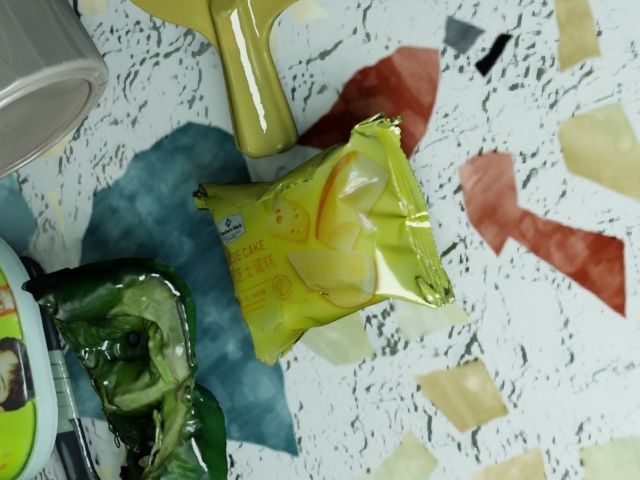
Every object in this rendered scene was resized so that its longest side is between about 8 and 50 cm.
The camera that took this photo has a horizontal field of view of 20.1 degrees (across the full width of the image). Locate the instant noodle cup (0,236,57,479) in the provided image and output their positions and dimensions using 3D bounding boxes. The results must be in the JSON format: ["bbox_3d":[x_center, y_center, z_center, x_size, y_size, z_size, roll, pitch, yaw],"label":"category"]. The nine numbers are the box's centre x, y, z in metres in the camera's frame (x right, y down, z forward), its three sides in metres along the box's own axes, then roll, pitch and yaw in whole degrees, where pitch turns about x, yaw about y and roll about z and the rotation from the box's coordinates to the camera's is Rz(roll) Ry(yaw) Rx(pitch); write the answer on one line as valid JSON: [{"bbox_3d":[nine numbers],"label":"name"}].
[{"bbox_3d":[-0.442,0.137,1.619,0.294,0.308,0.294,8,104,38],"label":"instant noodle cup"}]

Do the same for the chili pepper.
[{"bbox_3d":[-0.145,0.139,1.562,0.148,0.116,0.264,-15,92,24],"label":"chili pepper"}]

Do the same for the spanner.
[{"bbox_3d":[-0.232,0.166,1.672,0.087,0.024,0.316,-16,89,34],"label":"spanner"}]

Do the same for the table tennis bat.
[{"bbox_3d":[-0.076,-0.206,1.401,0.198,0.050,0.321,-7,120,13],"label":"table tennis bat"}]

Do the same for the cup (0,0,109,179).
[{"bbox_3d":[-0.357,-0.185,1.529,0.273,0.288,0.208,55,137,10],"label":"cup"}]

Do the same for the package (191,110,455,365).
[{"bbox_3d":[0.000,0.000,1.433,0.226,0.090,0.168,-23,86,36],"label":"package"}]
